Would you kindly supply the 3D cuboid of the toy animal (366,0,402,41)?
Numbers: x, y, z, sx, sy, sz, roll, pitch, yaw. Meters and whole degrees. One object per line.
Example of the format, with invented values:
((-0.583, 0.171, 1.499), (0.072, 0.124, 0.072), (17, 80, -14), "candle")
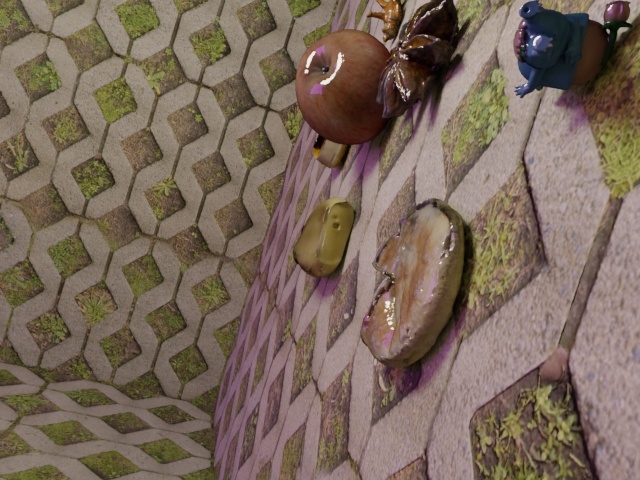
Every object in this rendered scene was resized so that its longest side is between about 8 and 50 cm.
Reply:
((0.241, -0.803, 1.782), (0.114, 0.116, 0.255), (-30, 34, 37), "toy animal")

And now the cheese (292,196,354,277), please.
((0.000, 0.000, 1.697), (0.316, 0.128, 0.259), (-20, 47, 66), "cheese")

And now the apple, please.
((0.070, -0.464, 1.561), (0.345, 0.270, 0.344), (-34, 49, 51), "apple")

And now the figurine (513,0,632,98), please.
((0.323, -0.255, 0.681), (0.145, 0.178, 0.114), (2, 93, 36), "figurine")

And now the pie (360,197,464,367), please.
((0.176, 0.076, 0.988), (0.337, 0.075, 0.337), (-56, 22, 37), "pie")

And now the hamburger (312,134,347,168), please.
((0.053, -0.378, 1.964), (0.210, 0.116, 0.173), (-69, 21, 0), "hamburger")

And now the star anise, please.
((0.238, -0.447, 1.280), (0.331, 0.118, 0.331), (-56, 17, 28), "star anise")
